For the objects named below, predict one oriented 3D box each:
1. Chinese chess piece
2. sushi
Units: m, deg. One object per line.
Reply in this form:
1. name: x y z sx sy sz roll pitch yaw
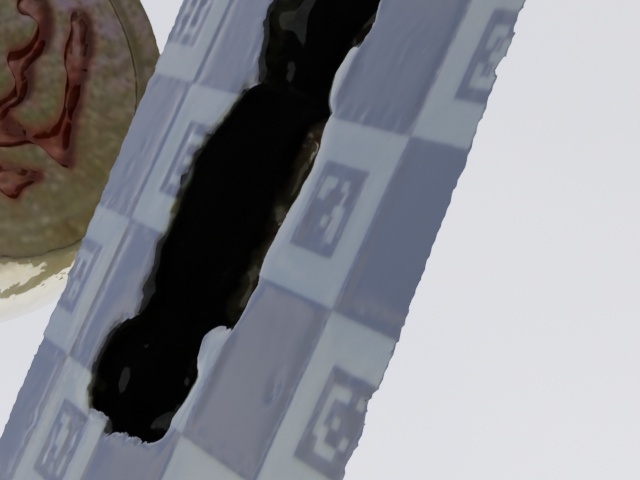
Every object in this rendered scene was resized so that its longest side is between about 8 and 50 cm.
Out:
1. Chinese chess piece: -0.215 -0.082 1.000 0.270 0.112 0.270 18 -123 -30
2. sushi: 0.000 0.000 0.477 0.050 0.192 0.215 25 -97 -28
